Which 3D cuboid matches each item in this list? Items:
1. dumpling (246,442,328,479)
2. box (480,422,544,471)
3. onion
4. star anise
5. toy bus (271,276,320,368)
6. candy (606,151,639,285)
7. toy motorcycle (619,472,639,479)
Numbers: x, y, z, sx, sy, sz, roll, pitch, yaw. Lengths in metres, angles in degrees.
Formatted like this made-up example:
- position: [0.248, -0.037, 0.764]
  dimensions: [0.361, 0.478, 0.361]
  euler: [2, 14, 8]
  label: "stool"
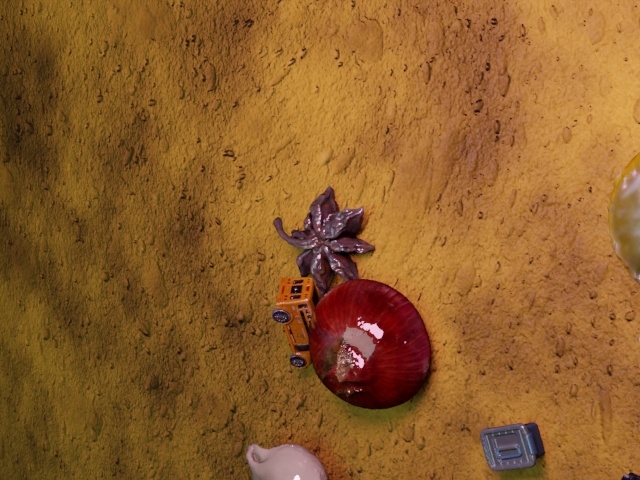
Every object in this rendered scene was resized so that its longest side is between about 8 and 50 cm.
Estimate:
- position: [-0.054, 0.506, 1.939]
  dimensions: [0.258, 0.147, 0.193]
  euler: [31, 157, 24]
  label: "dumpling"
- position: [0.328, 0.346, 1.608]
  dimensions: [0.099, 0.054, 0.074]
  euler: [-20, 80, 43]
  label: "box"
- position: [0.087, 0.194, 1.740]
  dimensions: [0.248, 0.161, 0.248]
  euler: [0, 89, 7]
  label: "onion"
- position: [-0.001, 0.000, 1.849]
  dimensions: [0.231, 0.089, 0.209]
  euler: [-10, 81, 32]
  label: "star anise"
- position: [-0.031, 0.164, 1.868]
  dimensions: [0.088, 0.083, 0.194]
  euler: [-6, 130, 13]
  label: "toy bus"
- position: [0.534, -0.029, 1.328]
  dimensions: [0.260, 0.118, 0.260]
  euler: [9, 105, 38]
  label: "candy"
- position: [0.407, 0.556, 1.440]
  dimensions: [0.172, 0.232, 0.416]
  euler: [21, 110, 37]
  label: "toy motorcycle"
